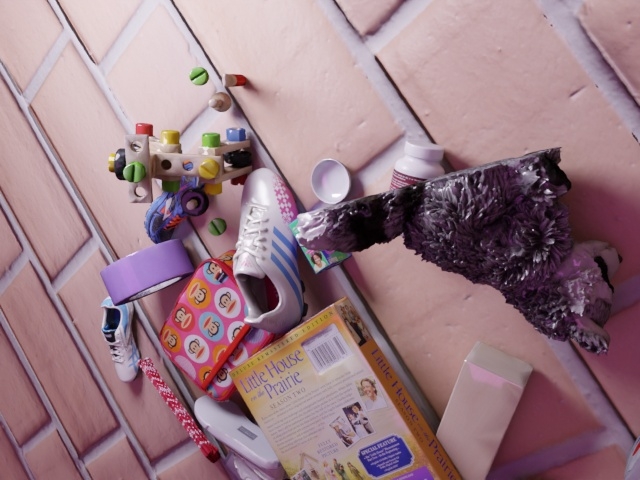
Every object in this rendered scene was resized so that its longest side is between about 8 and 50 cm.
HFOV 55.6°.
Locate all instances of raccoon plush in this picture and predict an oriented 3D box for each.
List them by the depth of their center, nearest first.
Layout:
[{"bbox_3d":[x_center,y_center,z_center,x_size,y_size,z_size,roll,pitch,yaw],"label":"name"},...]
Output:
[{"bbox_3d":[0.216,0.048,0.914,0.446,0.216,0.299,-13,95,16],"label":"raccoon plush"}]

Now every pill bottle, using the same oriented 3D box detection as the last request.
[{"bbox_3d":[0.159,-0.087,1.021,0.086,0.086,0.152,20,112,27],"label":"pill bottle"}]

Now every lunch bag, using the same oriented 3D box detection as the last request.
[{"bbox_3d":[-0.189,0.195,1.296,0.258,0.120,0.293,42,119,12],"label":"lunch bag"}]

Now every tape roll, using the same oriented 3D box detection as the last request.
[{"bbox_3d":[-0.379,0.071,1.337,0.189,0.189,0.080,-27,86,34],"label":"tape roll"}]

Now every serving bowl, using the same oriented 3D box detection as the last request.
[{"bbox_3d":[0.024,-0.112,1.136,0.083,0.027,0.083,8,106,30],"label":"serving bowl"}]

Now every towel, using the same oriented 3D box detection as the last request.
[{"bbox_3d":[-0.324,0.399,1.416,0.275,0.031,0.199,49,160,14],"label":"towel"}]

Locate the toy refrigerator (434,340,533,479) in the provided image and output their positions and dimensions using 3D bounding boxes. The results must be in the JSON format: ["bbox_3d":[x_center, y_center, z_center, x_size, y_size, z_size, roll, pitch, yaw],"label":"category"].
[{"bbox_3d":[0.265,0.319,1.047,0.102,0.094,0.270,23,114,22],"label":"toy refrigerator"}]

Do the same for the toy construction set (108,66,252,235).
[{"bbox_3d":[-0.250,-0.180,1.138,0.257,0.237,0.309,28,104,-3],"label":"toy construction set"}]

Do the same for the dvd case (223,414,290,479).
[{"bbox_3d":[-0.099,0.524,1.361,0.238,0.029,0.179,40,119,19],"label":"dvd case"}]

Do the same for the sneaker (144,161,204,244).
[{"bbox_3d":[-0.317,-0.071,1.333,0.087,0.083,0.221,38,121,14],"label":"sneaker"}]

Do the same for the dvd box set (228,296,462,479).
[{"bbox_3d":[0.041,0.351,1.100,0.307,0.062,0.420,-37,81,32],"label":"dvd box set"}]

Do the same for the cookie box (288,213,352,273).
[{"bbox_3d":[0.000,0.000,1.139,0.040,0.092,0.107,-35,82,30],"label":"cookie box"}]

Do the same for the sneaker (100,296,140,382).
[{"bbox_3d":[-0.509,0.250,1.525,0.085,0.086,0.237,4,105,30],"label":"sneaker"}]

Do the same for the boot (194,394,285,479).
[{"bbox_3d":[-0.182,0.450,1.325,0.258,0.095,0.123,27,123,33],"label":"boot"}]

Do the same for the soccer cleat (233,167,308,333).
[{"bbox_3d":[-0.107,0.009,1.143,0.116,0.143,0.331,-21,73,32],"label":"soccer cleat"}]

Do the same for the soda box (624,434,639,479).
[{"bbox_3d":[0.590,0.361,0.848,0.286,0.091,0.098,29,114,24],"label":"soda box"}]
